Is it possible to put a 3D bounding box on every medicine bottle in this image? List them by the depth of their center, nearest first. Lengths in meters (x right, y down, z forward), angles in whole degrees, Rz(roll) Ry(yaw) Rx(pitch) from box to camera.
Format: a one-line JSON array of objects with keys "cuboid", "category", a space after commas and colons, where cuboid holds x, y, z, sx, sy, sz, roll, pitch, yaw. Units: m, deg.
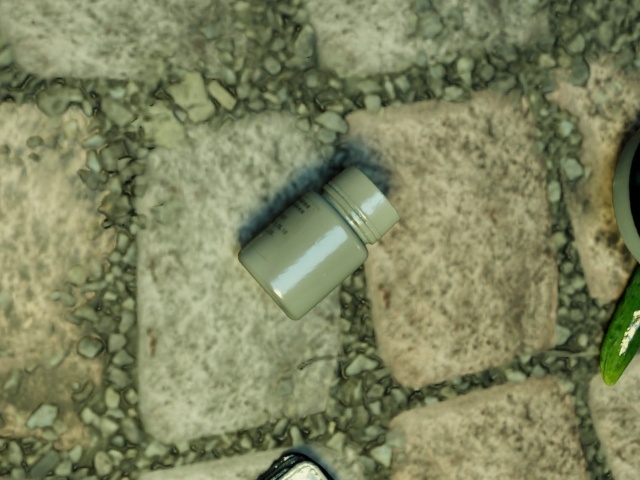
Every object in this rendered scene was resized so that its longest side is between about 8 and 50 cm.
[{"cuboid": [0.000, 0.000, 1.234, 0.130, 0.080, 0.080, -41, 108, -4], "category": "medicine bottle"}]

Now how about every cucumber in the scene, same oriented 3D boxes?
[{"cuboid": [0.303, 0.061, 1.346, 0.039, 0.039, 0.168, 23, 96, -17], "category": "cucumber"}]

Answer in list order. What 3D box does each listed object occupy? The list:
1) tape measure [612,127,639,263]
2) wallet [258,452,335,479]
[{"cuboid": [0.358, -0.043, 1.296, 0.181, 0.107, 0.182, 24, 78, -14], "category": "tape measure"}, {"cuboid": [-0.048, 0.315, 1.310, 0.222, 0.036, 0.167, -39, 108, -4], "category": "wallet"}]
